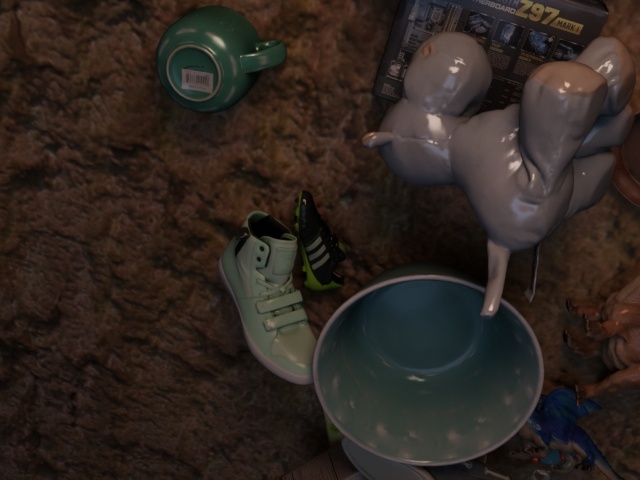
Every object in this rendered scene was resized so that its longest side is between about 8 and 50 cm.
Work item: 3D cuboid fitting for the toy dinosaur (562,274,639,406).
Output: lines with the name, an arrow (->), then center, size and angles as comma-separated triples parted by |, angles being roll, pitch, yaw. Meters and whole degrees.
toy dinosaur -> 0.455, 0.139, 0.980 | 0.200, 0.127, 0.295 | -4, 125, 9

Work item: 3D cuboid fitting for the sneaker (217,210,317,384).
sneaker -> -0.062, 0.077, 1.017 | 0.256, 0.094, 0.151 | 55, 140, 22

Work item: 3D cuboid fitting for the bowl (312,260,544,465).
bowl -> 0.152, 0.155, 1.024 | 0.311, 0.163, 0.311 | 3, 113, 6

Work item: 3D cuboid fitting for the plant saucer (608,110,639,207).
plant saucer -> 0.441, -0.100, 0.863 | 0.168, 0.029, 0.168 | 23, 141, 20

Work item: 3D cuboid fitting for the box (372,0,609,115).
box -> 0.199, -0.233, 0.856 | 0.233, 0.059, 0.183 | 18, 125, 3

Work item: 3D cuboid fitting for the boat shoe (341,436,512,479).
boat shoe -> 0.177, 0.360, 1.115 | 0.319, 0.099, 0.116 | 31, 142, -10

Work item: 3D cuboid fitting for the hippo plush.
hippo plush -> 0.196, -0.111, 0.809 | 0.236, 0.234, 0.294 | 30, 114, 32

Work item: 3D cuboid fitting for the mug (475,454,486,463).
mug -> 0.236, 0.375, 1.208 | 0.078, 0.062, 0.064 | 7, 137, -25

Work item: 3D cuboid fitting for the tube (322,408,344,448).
tube -> 0.051, 0.379, 1.263 | 0.062, 0.070, 0.240 | 24, 126, 44

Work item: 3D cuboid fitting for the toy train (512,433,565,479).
toy train -> 0.326, 0.327, 1.168 | 0.166, 0.046, 0.125 | 31, 123, -1

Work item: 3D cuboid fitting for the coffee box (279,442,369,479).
coffee box -> 0.072, 0.420, 1.199 | 0.246, 0.098, 0.141 | -29, 111, -1

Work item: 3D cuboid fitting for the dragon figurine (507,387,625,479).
dragon figurine -> 0.372, 0.279, 1.083 | 0.289, 0.144, 0.085 | 21, 155, -7

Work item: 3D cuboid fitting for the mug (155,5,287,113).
mug -> -0.140, -0.240, 0.918 | 0.158, 0.097, 0.129 | -34, 107, 29

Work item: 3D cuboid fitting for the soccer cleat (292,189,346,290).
soccer cleat -> 0.000, 0.000, 1.055 | 0.072, 0.060, 0.179 | -4, 126, 6
